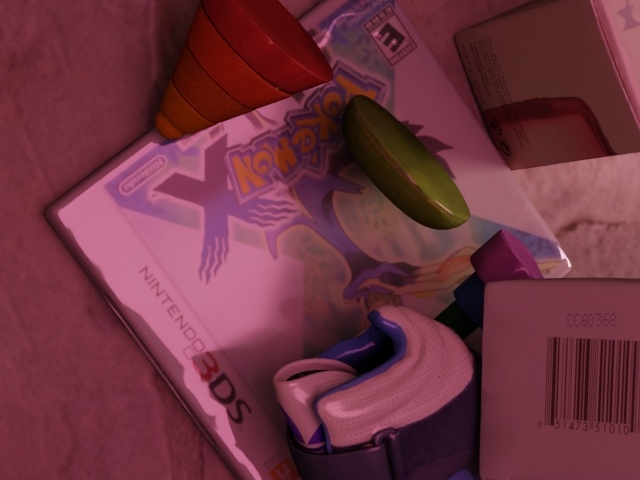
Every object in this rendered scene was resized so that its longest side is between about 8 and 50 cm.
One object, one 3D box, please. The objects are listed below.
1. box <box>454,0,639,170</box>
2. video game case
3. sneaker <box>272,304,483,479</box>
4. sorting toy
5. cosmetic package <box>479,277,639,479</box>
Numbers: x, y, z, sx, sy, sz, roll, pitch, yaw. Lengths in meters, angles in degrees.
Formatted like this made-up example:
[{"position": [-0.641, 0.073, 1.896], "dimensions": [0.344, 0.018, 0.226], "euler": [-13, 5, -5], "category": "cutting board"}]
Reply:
[{"position": [0.232, -0.142, 1.456], "dimensions": [0.148, 0.232, 0.127], "euler": [-24, 97, -20], "category": "box"}, {"position": [0.000, 0.000, 1.468], "dimensions": [0.329, 0.036, 0.300], "euler": [-39, 103, -18], "category": "video game case"}, {"position": [0.007, 0.198, 1.388], "dimensions": [0.323, 0.130, 0.236], "euler": [-48, 119, -8], "category": "sneaker"}, {"position": [0.012, -0.042, 1.419], "dimensions": [0.126, 0.127, 0.365], "euler": [-42, 109, 14], "category": "sorting toy"}, {"position": [0.317, 0.110, 1.426], "dimensions": [0.385, 0.217, 0.156], "euler": [5, 86, -45], "category": "cosmetic package"}]
